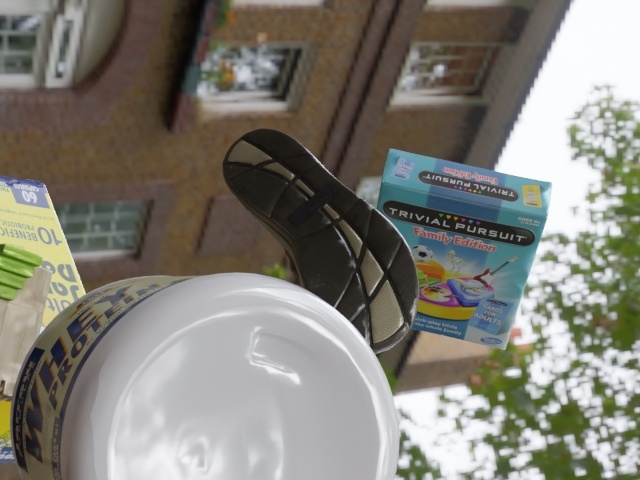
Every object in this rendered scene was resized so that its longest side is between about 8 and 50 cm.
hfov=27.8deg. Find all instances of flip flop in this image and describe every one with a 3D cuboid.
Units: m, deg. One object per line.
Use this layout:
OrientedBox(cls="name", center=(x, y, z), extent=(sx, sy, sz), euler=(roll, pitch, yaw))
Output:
OrientedBox(cls="flip flop", center=(0.000, 0.000, 1.299), extent=(0.277, 0.112, 0.080), euler=(47, -15, 26))

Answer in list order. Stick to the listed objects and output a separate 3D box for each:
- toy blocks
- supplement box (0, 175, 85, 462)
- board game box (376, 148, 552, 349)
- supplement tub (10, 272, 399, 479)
OrientedBox(cls="toy blocks", center=(-0.445, 0.153, 1.437), extent=(0.381, 0.190, 0.261), euler=(-5, -111, 44))
OrientedBox(cls="supplement box", center=(-0.445, 0.098, 1.718), extent=(0.195, 0.194, 0.356), euler=(-44, -124, 29))
OrientedBox(cls="board game box", center=(0.205, 0.021, 2.051), extent=(0.336, 0.253, 0.079), euler=(97, 7, -50))
OrientedBox(cls="supplement tub", center=(-0.107, 0.142, 0.990), extent=(0.325, 0.235, 0.235), euler=(175, -89, -68))
